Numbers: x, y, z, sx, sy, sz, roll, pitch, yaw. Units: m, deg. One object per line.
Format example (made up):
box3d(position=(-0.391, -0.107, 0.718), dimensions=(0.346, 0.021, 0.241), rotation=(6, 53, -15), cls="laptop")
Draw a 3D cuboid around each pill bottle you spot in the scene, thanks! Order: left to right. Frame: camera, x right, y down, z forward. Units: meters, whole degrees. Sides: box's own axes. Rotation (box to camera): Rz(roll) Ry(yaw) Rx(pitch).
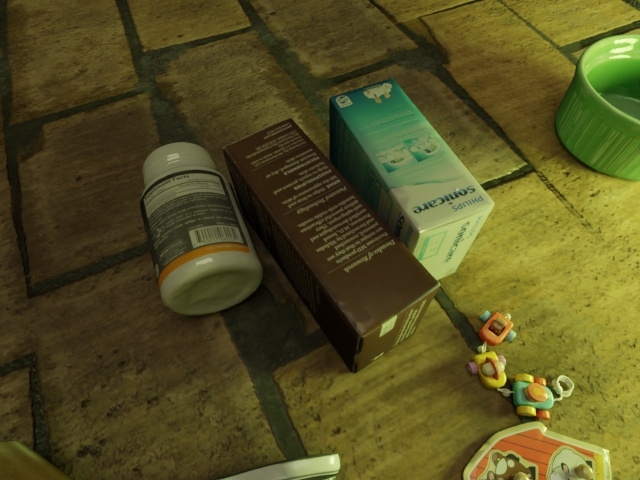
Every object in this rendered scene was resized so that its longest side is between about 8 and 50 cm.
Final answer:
box3d(position=(-0.213, -0.027, 0.686), dimensions=(0.162, 0.162, 0.278), rotation=(-20, 59, -11), cls="pill bottle")

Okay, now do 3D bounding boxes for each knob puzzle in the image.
box3d(position=(0.288, 0.339, 0.528), dimensions=(0.213, 0.030, 0.213), rotation=(-1, 59, 1), cls="knob puzzle")

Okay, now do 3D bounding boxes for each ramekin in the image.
box3d(position=(0.652, -0.267, 0.820), dimensions=(0.304, 0.148, 0.303), rotation=(-1, 58, 1), cls="ramekin")

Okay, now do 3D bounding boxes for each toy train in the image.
box3d(position=(0.301, 0.185, 0.612), dimensions=(0.125, 0.046, 0.166), rotation=(-37, 64, -19), cls="toy train")

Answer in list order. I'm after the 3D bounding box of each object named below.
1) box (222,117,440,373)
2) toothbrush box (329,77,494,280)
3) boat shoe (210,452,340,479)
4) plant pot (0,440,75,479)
box3d(position=(0.000, 0.000, 0.647), dimensions=(0.143, 0.191, 0.381), rotation=(-28, 63, -15), cls="box")
box3d(position=(0.128, -0.088, 0.684), dimensions=(0.126, 0.216, 0.295), rotation=(-22, 62, -11), cls="toothbrush box")
box3d(position=(-0.081, 0.335, 0.513), dimensions=(0.229, 0.080, 0.076), rotation=(-13, 65, -5), cls="boat shoe")
box3d(position=(-0.365, 0.340, 0.476), dimensions=(0.165, 0.167, 0.167), rotation=(22, 61, 24), cls="plant pot")
